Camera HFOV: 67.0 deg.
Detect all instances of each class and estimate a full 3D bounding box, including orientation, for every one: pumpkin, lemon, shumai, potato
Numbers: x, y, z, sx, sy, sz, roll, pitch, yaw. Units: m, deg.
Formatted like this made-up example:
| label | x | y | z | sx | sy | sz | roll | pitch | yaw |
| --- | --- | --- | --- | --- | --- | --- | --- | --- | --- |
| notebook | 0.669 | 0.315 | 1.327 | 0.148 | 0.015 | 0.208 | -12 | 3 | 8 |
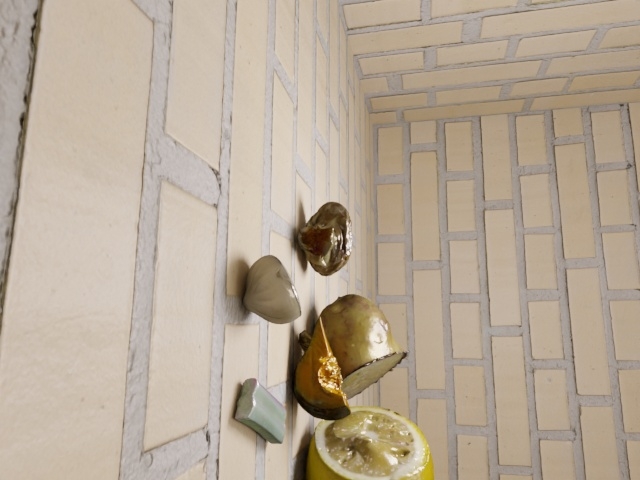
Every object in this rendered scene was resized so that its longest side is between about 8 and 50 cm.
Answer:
| label | x | y | z | sx | sy | sz | roll | pitch | yaw |
| --- | --- | --- | --- | --- | --- | --- | --- | --- | --- |
| pumpkin | -0.015 | 0.330 | 1.214 | 0.131 | 0.126 | 0.247 | 62 | 11 | -64 |
| lemon | 0.124 | 0.651 | 1.277 | 0.364 | 0.365 | 0.363 | -2 | 90 | -78 |
| shumai | 0.000 | 0.000 | 1.314 | 0.153 | 0.161 | 0.209 | -10 | 122 | -56 |
| potato | 0.083 | 0.299 | 1.423 | 0.301 | 0.289 | 0.237 | 12 | 37 | -55 |

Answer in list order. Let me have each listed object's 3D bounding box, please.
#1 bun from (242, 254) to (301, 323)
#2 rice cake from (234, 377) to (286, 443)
| label | x | y | z | sx | sy | sz | roll | pitch | yaw |
| --- | --- | --- | --- | --- | --- | --- | --- | --- | --- |
| bun | -0.102 | 0.102 | 0.912 | 0.138 | 0.094 | 0.138 | 57 | -17 | 29 |
| rice cake | -0.109 | 0.333 | 0.939 | 0.221 | 0.042 | 0.080 | 68 | 24 | -54 |
